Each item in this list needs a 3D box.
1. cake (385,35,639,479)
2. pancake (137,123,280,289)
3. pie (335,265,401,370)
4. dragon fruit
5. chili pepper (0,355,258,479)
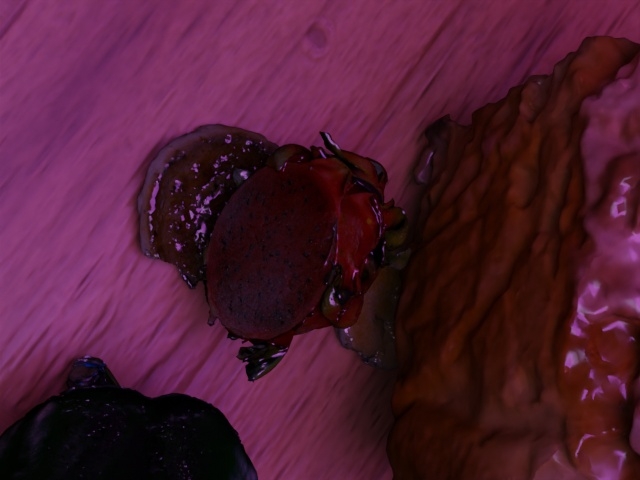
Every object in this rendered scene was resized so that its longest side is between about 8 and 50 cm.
[{"bbox_3d":[0.236,0.061,0.888,0.307,0.293,0.314,19,66,-20],"label":"cake"},{"bbox_3d":[-0.066,-0.023,0.957,0.129,0.022,0.116,2,91,-26],"label":"pancake"},{"bbox_3d":[0.049,0.054,1.004,0.084,0.020,0.084,-2,94,-22],"label":"pie"},{"bbox_3d":[0.000,0.000,0.908,0.175,0.138,0.142,-18,134,-43],"label":"dragon fruit"},{"bbox_3d":[-0.118,0.164,0.826,0.165,0.261,0.174,-9,121,10],"label":"chili pepper"}]
